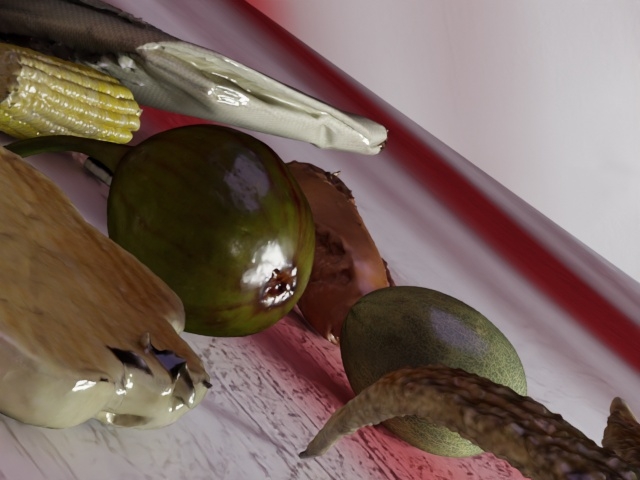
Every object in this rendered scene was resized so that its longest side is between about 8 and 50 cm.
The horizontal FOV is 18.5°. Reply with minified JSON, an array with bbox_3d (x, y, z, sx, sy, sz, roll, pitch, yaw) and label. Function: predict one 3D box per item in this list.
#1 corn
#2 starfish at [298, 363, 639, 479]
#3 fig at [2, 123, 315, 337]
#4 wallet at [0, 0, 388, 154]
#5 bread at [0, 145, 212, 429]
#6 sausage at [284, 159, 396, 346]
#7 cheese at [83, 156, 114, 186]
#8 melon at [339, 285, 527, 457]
[{"bbox_3d":[-0.186,-0.096,1.326,0.085,0.063,0.165,34,8,24],"label":"corn"},{"bbox_3d":[0.166,0.197,1.005,0.398,0.132,0.384,44,8,26],"label":"starfish"},{"bbox_3d":[-0.105,-0.026,1.181,0.236,0.124,0.124,27,3,36],"label":"fig"},{"bbox_3d":[-0.128,-0.136,1.509,0.335,0.068,0.275,18,4,31],"label":"wallet"},{"bbox_3d":[-0.188,-0.008,0.925,0.316,0.054,0.316,35,11,-8],"label":"bread"},{"bbox_3d":[-0.001,-0.002,1.490,0.087,0.079,0.326,60,1,-18],"label":"sausage"},{"bbox_3d":[-0.112,-0.023,1.317,0.086,0.036,0.162,20,10,-41],"label":"cheese"},{"bbox_3d":[0.071,0.083,1.265,0.130,0.098,0.098,32,9,9],"label":"melon"}]
